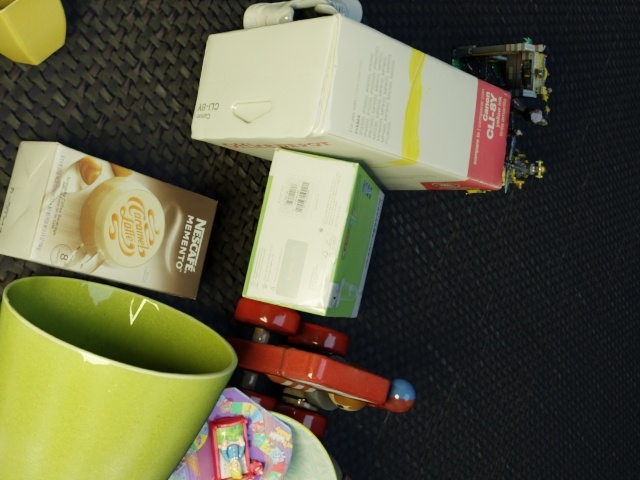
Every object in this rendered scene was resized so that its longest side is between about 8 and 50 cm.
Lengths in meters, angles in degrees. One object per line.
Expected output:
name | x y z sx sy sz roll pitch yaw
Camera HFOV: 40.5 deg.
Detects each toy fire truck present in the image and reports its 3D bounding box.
toy fire truck | -0.001 0.205 1.281 0.302 0.253 0.169 29 74 -44

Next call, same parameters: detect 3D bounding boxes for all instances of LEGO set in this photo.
LEGO set | 0.386 -0.247 1.686 0.255 0.192 0.332 9 88 -47

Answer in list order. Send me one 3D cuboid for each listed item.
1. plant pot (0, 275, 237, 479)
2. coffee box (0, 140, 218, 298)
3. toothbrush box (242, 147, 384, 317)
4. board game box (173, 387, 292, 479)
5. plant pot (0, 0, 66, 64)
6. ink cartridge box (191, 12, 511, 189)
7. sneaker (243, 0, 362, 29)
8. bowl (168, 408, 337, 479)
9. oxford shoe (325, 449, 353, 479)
plant pot | -0.274 0.230 1.017 0.274 0.274 0.294 12 101 -47
coffee box | -0.262 -0.021 1.092 0.246 0.098 0.141 18 81 -46
toothbrush box | 0.000 0.000 1.261 0.283 0.122 0.206 22 80 -76
board game box | -0.107 0.273 1.110 0.168 0.033 0.133 41 78 -21
plant pot | -0.343 -0.250 1.000 0.081 0.081 0.083 -50 139 -31
ink cartridge box | 0.051 -0.183 1.263 0.384 0.279 0.161 11 86 -44
sneaker | 0.000 -0.332 1.323 0.232 0.115 0.090 -26 113 -42
bowl | -0.133 0.360 1.207 0.289 0.156 0.290 -2 94 -23
oxford shoe | -0.099 0.448 1.333 0.348 0.123 0.130 -39 95 -36
